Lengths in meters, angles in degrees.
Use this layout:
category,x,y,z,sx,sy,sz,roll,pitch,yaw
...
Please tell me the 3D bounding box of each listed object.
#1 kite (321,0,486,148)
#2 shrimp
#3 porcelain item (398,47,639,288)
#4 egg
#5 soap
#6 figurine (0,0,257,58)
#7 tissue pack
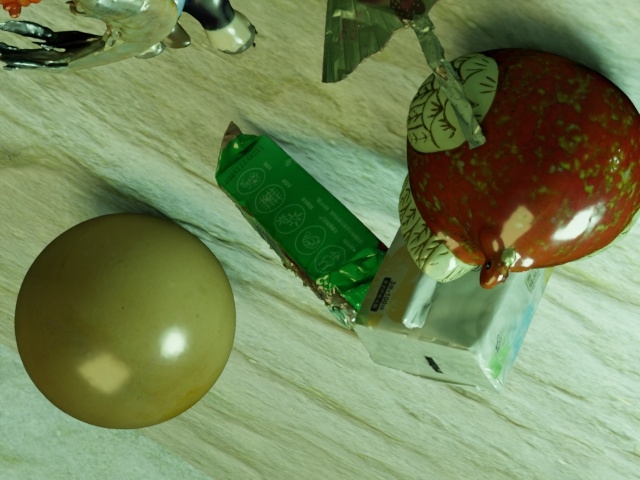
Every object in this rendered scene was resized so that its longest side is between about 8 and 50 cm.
category,x,y,z,sx,sy,sz,roll,pitch,yaw
kite,0.084,-0.194,1.403,0.229,0.012,0.250,-32,86,33
shrimp,-0.213,-0.192,1.329,0.152,0.046,0.219,-20,162,16
porcelain item,0.179,-0.050,1.485,0.253,0.253,0.253,23,157,10
egg,-0.277,0.114,2.242,0.301,0.301,0.374,34,157,-15
soap,-0.002,0.002,1.844,0.273,0.098,0.218,43,178,43
figurine,-0.180,-0.295,1.404,0.412,0.241,0.306,30,163,-37
tissue pack,0.143,0.017,1.665,0.159,0.229,0.145,12,153,33
